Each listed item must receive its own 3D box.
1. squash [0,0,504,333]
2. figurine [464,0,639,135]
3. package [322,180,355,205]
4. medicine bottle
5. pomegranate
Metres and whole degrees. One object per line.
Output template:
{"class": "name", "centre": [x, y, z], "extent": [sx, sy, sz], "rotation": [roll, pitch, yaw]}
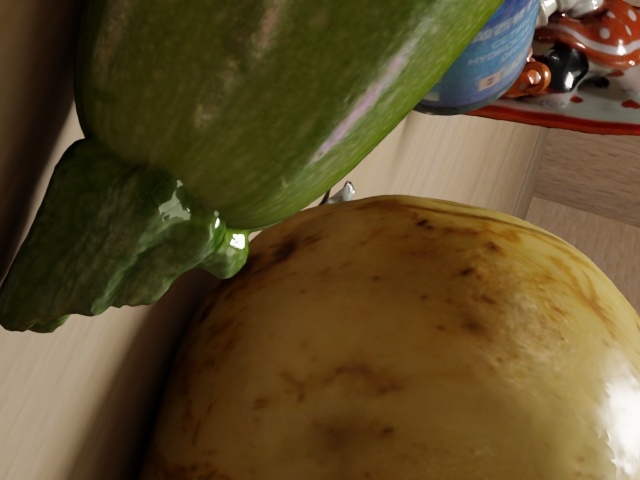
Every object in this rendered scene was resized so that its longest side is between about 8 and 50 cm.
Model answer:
{"class": "squash", "centre": [-0.026, -0.030, 0.482], "extent": [0.132, 0.105, 0.105], "rotation": [-62, 175, 13]}
{"class": "figurine", "centre": [0.161, -0.211, 1.251], "extent": [0.183, 0.160, 0.226], "rotation": [-63, 159, -55]}
{"class": "package", "centre": [0.000, 0.000, 0.963], "extent": [0.110, 0.015, 0.037], "rotation": [-54, 159, -72]}
{"class": "medicine bottle", "centre": [0.055, -0.130, 0.827], "extent": [0.203, 0.083, 0.083], "rotation": [85, 24, -66]}
{"class": "pomegranate", "centre": [0.040, 0.094, 0.736], "extent": [0.215, 0.215, 0.215], "rotation": [17, 90, -83]}
